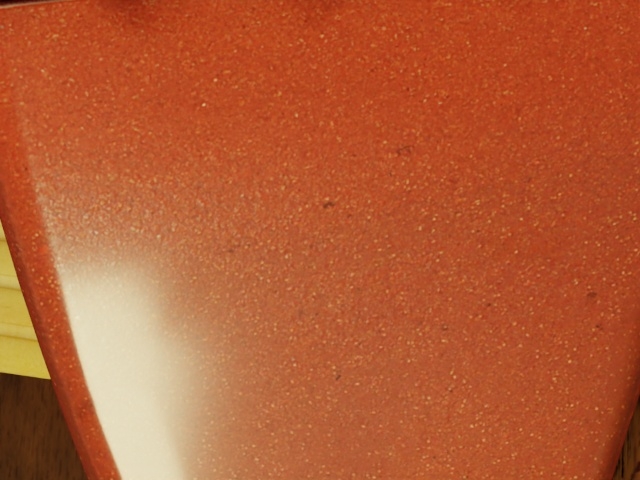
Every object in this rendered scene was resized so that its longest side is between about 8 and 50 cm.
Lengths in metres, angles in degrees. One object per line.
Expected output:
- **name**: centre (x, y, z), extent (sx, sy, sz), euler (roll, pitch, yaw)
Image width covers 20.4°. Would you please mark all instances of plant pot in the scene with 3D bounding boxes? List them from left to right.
- **plant pot**: centre (0.000, 0.000, 0.737), extent (0.267, 0.267, 0.236), euler (-129, 34, -76)

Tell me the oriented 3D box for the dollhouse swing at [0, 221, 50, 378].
- **dollhouse swing**: centre (-0.130, -0.019, 1.278), extent (0.315, 0.305, 0.347), euler (-143, 61, -79)
